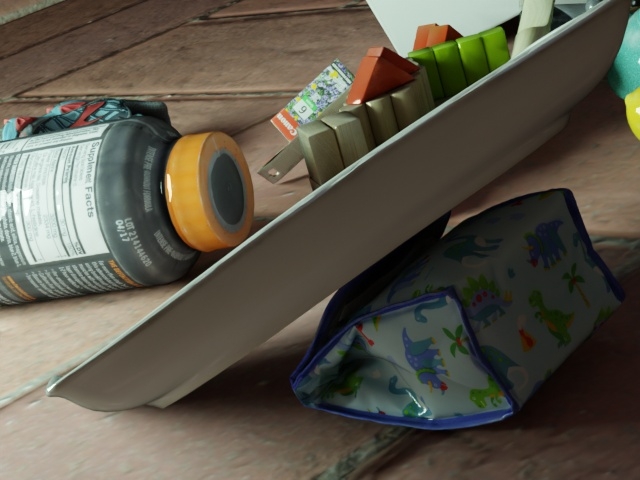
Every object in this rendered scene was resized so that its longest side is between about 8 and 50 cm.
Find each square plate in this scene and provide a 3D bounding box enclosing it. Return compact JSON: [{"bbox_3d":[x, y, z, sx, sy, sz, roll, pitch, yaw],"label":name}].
[{"bbox_3d":[0.000,0.000,0.956,0.344,0.049,0.347,-36,1,-9],"label":"square plate"}]

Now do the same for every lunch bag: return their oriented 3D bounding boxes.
[{"bbox_3d":[0.069,0.042,0.940,0.151,0.096,0.129,-20,12,48],"label":"lunch bag"}]

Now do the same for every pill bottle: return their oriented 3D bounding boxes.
[{"bbox_3d":[-0.176,-0.023,1.288,0.245,0.130,0.130,-8,19,24],"label":"pill bottle"}]

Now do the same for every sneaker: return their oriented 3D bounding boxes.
[{"bbox_3d":[-0.211,-0.086,1.564,0.125,0.104,0.262,-9,19,16],"label":"sneaker"}]

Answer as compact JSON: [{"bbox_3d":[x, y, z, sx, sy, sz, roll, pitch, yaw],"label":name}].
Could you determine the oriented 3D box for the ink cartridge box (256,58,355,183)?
[{"bbox_3d":[-0.013,-0.100,1.435,0.115,0.029,0.063,-42,-14,4],"label":"ink cartridge box"}]

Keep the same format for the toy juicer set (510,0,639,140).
[{"bbox_3d":[0.270,-0.127,1.303,0.329,0.089,0.209,7,41,35],"label":"toy juicer set"}]

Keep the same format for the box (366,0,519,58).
[{"bbox_3d":[0.210,-0.352,1.743,0.345,0.168,0.215,-25,19,21],"label":"box"}]

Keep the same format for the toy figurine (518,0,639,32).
[{"bbox_3d":[0.251,-0.264,1.525,0.148,0.210,0.213,-2,15,7],"label":"toy figurine"}]

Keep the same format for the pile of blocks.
[{"bbox_3d":[0.091,-0.114,1.360,0.149,0.113,0.362,-9,19,24],"label":"pile of blocks"}]
